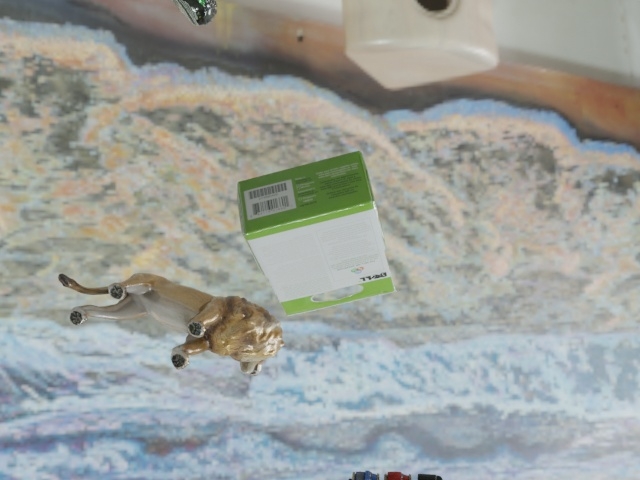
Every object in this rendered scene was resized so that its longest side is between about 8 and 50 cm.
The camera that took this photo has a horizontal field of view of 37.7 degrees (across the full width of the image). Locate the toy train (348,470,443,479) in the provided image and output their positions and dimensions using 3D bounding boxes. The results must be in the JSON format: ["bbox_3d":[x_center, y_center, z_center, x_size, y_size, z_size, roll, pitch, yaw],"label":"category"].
[{"bbox_3d":[0.125,0.400,1.557,0.158,0.027,0.036,1,139,4],"label":"toy train"}]

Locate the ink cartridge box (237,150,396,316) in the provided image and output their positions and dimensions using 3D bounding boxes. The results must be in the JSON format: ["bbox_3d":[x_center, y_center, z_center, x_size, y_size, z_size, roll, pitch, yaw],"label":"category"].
[{"bbox_3d":[0.000,0.000,1.405,0.189,0.097,0.255,-14,146,4],"label":"ink cartridge box"}]

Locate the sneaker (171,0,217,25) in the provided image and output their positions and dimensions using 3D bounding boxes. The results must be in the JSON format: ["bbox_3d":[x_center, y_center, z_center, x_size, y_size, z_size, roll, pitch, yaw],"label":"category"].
[{"bbox_3d":[-0.309,-0.458,1.534,0.343,0.146,0.134,40,180,8],"label":"sneaker"}]

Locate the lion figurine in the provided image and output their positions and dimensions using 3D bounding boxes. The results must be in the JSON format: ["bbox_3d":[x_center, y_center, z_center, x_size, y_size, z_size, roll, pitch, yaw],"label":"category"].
[{"bbox_3d":[-0.266,0.129,1.738,0.392,0.142,0.240,28,-161,13],"label":"lion figurine"}]
